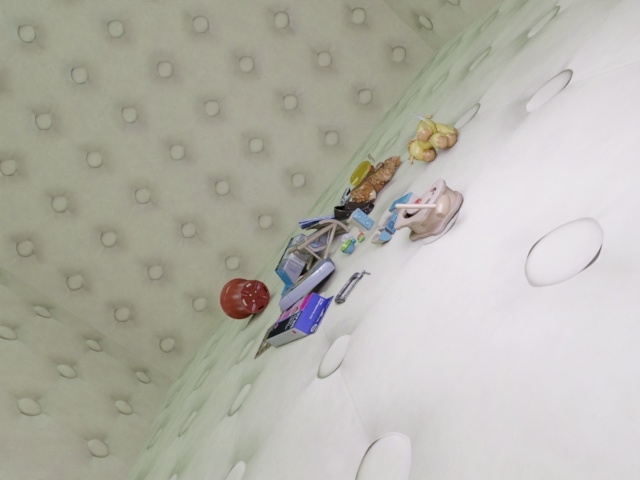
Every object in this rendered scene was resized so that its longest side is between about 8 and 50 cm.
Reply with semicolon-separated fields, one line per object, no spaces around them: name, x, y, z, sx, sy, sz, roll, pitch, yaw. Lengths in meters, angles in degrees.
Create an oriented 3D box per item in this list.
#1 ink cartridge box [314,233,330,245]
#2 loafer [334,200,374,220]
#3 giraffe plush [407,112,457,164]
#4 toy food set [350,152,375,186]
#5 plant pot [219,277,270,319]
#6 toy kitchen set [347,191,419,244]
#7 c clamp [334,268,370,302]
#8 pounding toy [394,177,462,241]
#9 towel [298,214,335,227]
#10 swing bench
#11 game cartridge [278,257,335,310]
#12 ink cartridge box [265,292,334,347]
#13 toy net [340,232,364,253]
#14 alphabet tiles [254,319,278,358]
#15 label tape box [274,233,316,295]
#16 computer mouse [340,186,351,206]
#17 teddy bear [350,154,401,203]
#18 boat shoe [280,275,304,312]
ink cartridge box;0.000;0.000;2.356;0.122;0.052;0.088;-51;11;9
loafer;0.154;-0.153;1.999;0.219;0.078;0.080;-14;29;29
giraffe plush;0.421;-0.388;1.647;0.181;0.210;0.171;-22;-36;-37
toy food set;0.282;-0.426;2.584;0.218;0.071;0.128;-51;35;13
plant pot;-0.465;0.362;2.602;0.265;0.272;0.273;-18;34;57
toy kitchen set;0.226;-0.111;1.488;0.207;0.166;0.122;-57;12;-24
c clamp;0.105;0.164;1.471;0.161;0.022;0.137;-51;11;-2
pounding toy;0.302;-0.112;1.209;0.154;0.154;0.269;-60;13;-19
towel;-0.002;-0.105;2.290;0.242;0.040;0.336;-11;0;-1
swing bench;-0.017;0.005;2.113;0.255;0.165;0.253;-54;11;-17
game cartridge;-0.061;0.188;1.820;0.294;0.060;0.196;-40;7;2
ink cartridge box;-0.091;0.321;1.670;0.371;0.069;0.176;-33;20;52
toy net;0.132;-0.005;1.850;0.122;0.045;0.232;-51;11;5
alphabet tiles;-0.219;0.438;1.948;0.237;0.009;0.198;-44;13;33
label tape box;-0.168;0.139;2.311;0.334;0.105;0.240;-64;13;-14
computer mouse;0.159;-0.260;2.594;0.106;0.042;0.193;-45;17;52
teddy bear;0.291;-0.301;2.070;0.245;0.113;0.338;-29;16;46
boat shoe;-0.117;0.270;1.987;0.206;0.075;0.065;-56;-30;-6
